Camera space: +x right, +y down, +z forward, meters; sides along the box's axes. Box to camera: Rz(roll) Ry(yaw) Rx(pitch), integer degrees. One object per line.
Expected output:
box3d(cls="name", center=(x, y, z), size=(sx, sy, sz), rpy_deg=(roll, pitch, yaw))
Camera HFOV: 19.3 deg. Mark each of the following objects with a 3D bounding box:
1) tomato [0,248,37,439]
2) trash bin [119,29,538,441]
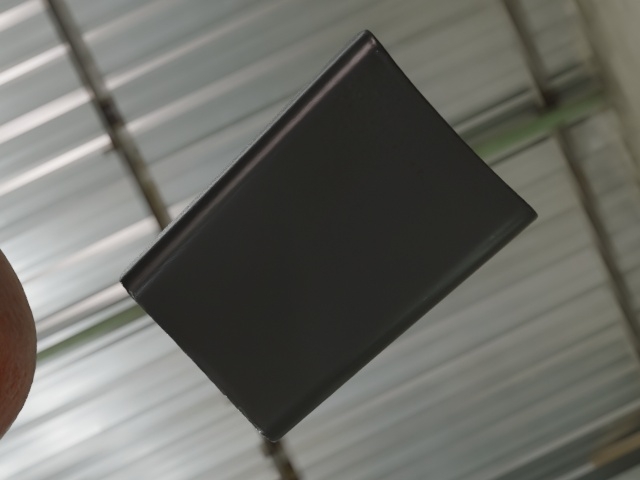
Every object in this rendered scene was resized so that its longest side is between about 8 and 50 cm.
box3d(cls="tomato", center=(-0.351, 0.142, 1.577), size=(0.144, 0.338, 0.338), rpy_deg=(44, -175, -19))
box3d(cls="trash bin", center=(0.000, 0.000, 1.242), size=(0.165, 0.225, 0.115), rpy_deg=(47, 179, -5))
